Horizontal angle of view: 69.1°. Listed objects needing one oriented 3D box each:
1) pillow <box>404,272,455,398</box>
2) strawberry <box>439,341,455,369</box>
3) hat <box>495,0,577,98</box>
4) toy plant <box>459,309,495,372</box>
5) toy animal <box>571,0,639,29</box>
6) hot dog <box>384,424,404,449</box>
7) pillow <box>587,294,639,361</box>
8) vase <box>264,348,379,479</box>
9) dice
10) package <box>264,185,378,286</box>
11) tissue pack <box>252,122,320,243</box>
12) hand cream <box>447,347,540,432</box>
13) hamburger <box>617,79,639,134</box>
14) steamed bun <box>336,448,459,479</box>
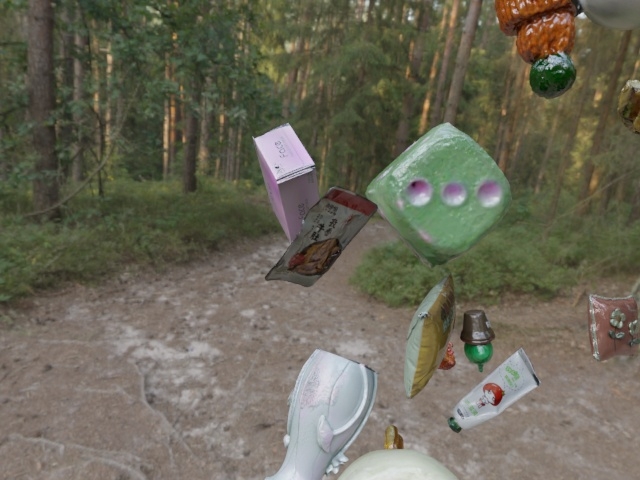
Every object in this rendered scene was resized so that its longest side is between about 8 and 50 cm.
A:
[{"bbox_3d":[0.342,0.290,1.446,0.119,0.312,0.310,16,28,26],"label":"pillow"},{"bbox_3d":[0.444,0.427,1.739,0.121,0.082,0.188,40,19,12],"label":"strawberry"},{"bbox_3d":[0.720,-0.650,1.439,0.285,0.400,0.285,-20,0,0],"label":"hat"},{"bbox_3d":[0.491,0.319,1.442,0.105,0.200,0.143,-10,1,9],"label":"toy plant"},{"bbox_3d":[0.591,-0.546,0.832,0.251,0.310,0.251,17,5,-1],"label":"toy animal"},{"bbox_3d":[0.226,0.622,1.422,0.045,0.071,0.165,-28,-4,8],"label":"hot dog"},{"bbox_3d":[0.783,0.229,1.227,0.179,0.171,0.075,3,-7,-25],"label":"pillow"},{"bbox_3d":[-0.003,0.566,1.401,0.250,0.445,0.250,22,-17,7],"label":"vase"},{"bbox_3d":[0.346,-0.133,1.411,0.330,0.322,0.318,-41,5,2],"label":"dice"},{"bbox_3d":[0.000,0.000,0.932,0.154,0.239,0.030,17,25,-50],"label":"package"},{"bbox_3d":[-0.067,-0.118,1.059,0.092,0.246,0.148,-23,56,-11],"label":"tissue pack"},{"bbox_3d":[0.517,0.473,1.411,0.076,0.336,0.121,22,31,-30],"label":"hand cream"},{"bbox_3d":[0.831,-0.318,1.132,0.262,0.131,0.124,-4,44,-18],"label":"hamburger"},{"bbox_3d":[0.178,0.641,1.061,0.333,0.312,0.233,9,-19,-1],"label":"steamed bun"}]
